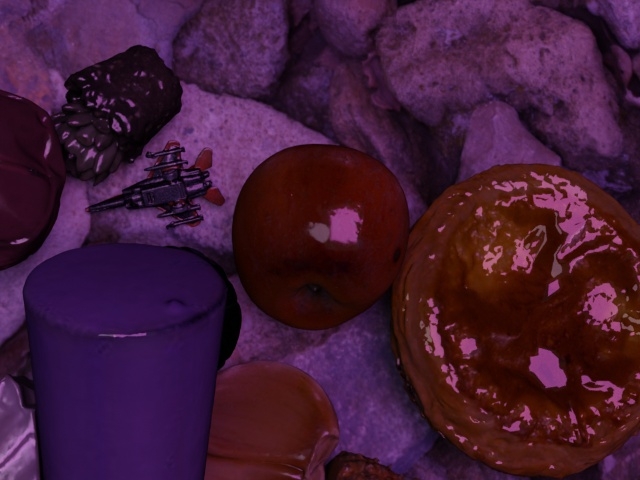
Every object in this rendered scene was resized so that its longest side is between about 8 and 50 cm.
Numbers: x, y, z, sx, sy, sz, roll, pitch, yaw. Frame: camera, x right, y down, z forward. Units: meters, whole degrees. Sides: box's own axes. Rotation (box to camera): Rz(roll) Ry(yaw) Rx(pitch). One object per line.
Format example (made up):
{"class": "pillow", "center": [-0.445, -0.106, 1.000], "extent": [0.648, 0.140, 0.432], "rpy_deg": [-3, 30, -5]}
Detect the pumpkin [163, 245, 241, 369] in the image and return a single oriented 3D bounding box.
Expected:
{"class": "pumpkin", "center": [-0.191, 0.102, 1.236], "extent": [0.194, 0.150, 0.194], "rpy_deg": [4, 75, -14]}

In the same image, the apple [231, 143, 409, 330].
{"class": "apple", "center": [0.000, 0.000, 1.253], "extent": [0.253, 0.253, 0.254], "rpy_deg": [3, 77, -14]}

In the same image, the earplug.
{"class": "earplug", "center": [-0.226, 0.243, 1.094], "extent": [0.215, 0.215, 0.456], "rpy_deg": [-1, 115, -15]}

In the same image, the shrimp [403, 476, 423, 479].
{"class": "shrimp", "center": [0.060, 0.448, 1.272], "extent": [0.317, 0.062, 0.164], "rpy_deg": [-40, 82, -22]}

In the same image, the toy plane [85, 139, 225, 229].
{"class": "toy plane", "center": [-0.233, -0.065, 1.310], "extent": [0.189, 0.061, 0.130], "rpy_deg": [-19, 113, -14]}

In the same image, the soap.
{"class": "soap", "center": [-0.347, 0.336, 1.130], "extent": [0.302, 0.159, 0.258], "rpy_deg": [40, 69, 2]}

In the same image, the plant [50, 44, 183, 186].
{"class": "plant", "center": [-0.287, -0.174, 1.285], "extent": [0.129, 0.132, 0.194], "rpy_deg": [44, 66, 1]}

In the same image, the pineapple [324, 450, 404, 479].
{"class": "pineapple", "center": [0.114, 0.369, 1.226], "extent": [0.248, 0.128, 0.128], "rpy_deg": [23, 73, -4]}

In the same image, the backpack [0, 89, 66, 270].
{"class": "backpack", "center": [-0.484, -0.083, 1.181], "extent": [0.317, 0.197, 0.283], "rpy_deg": [6, 75, -16]}

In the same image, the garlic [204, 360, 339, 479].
{"class": "garlic", "center": [-0.086, 0.265, 1.240], "extent": [0.228, 0.110, 0.217], "rpy_deg": [17, 68, 18]}

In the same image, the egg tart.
{"class": "egg tart", "center": [0.293, 0.116, 1.345], "extent": [0.443, 0.178, 0.443], "rpy_deg": [3, 79, -14]}
